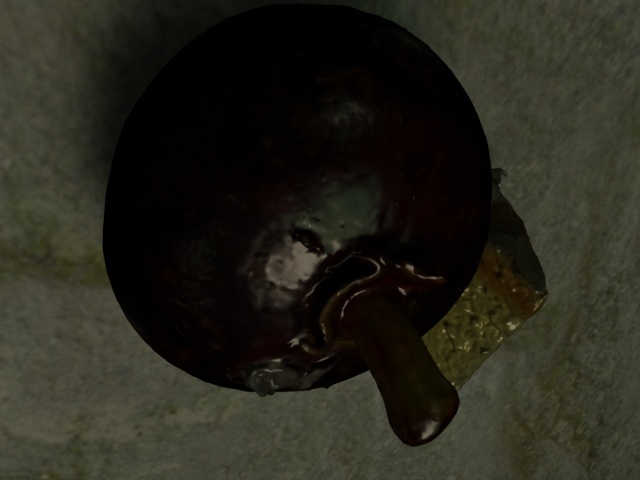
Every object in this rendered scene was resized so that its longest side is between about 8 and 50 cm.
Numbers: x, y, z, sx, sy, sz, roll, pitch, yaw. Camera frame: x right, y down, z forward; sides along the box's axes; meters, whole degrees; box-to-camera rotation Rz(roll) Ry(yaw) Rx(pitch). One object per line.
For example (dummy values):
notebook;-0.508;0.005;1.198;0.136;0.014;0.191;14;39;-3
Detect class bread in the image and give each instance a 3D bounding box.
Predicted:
bread;0.089;0.026;0.604;0.127;0.152;0.147;4;132;-31

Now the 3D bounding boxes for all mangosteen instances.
mangosteen;0.000;0.000;0.445;0.236;0.261;0.235;-16;134;-18
